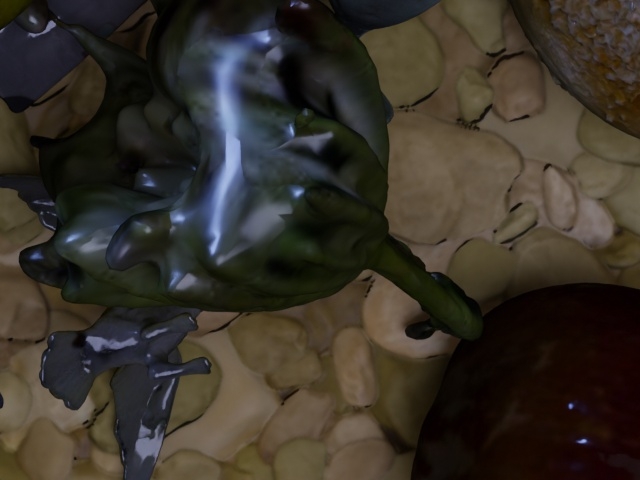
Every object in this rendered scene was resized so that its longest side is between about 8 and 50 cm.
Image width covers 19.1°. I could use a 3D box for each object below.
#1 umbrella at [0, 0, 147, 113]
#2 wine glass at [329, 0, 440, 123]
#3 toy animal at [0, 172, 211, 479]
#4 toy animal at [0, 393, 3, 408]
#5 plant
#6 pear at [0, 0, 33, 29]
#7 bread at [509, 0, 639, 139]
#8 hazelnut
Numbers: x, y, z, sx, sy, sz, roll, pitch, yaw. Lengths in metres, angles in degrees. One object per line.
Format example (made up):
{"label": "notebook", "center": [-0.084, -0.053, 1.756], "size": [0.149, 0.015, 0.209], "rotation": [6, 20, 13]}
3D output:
{"label": "umbrella", "center": [-0.099, -0.172, 1.022], "size": [0.337, 0.067, 0.073], "rotation": [-42, 110, 2]}
{"label": "wine glass", "center": [0.042, -0.167, 1.025], "size": [0.093, 0.093, 0.202], "rotation": [20, 115, -19]}
{"label": "toy animal", "center": [-0.085, 0.052, 1.086], "size": [0.155, 0.095, 0.219], "rotation": [-14, 111, -5]}
{"label": "toy animal", "center": [-0.293, 0.206, 1.084], "size": [0.367, 0.081, 0.206], "rotation": [-36, 108, -6]}
{"label": "plant", "center": [0.015, -0.031, 0.981], "size": [0.333, 0.251, 0.180], "rotation": [12, 93, -35]}
{"label": "pear", "center": [-0.226, -0.245, 0.862], "size": [0.287, 0.287, 0.375], "rotation": [-2, 89, -14]}
{"label": "bread", "center": [0.243, -0.181, 1.057], "size": [0.305, 0.159, 0.305], "rotation": [-4, 110, -12]}
{"label": "hazelnut", "center": [0.161, 0.145, 1.138], "size": [0.218, 0.218, 0.234], "rotation": [17, 84, -19]}
